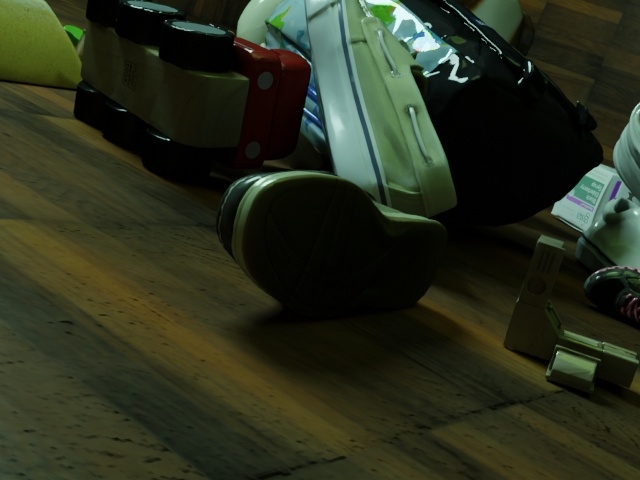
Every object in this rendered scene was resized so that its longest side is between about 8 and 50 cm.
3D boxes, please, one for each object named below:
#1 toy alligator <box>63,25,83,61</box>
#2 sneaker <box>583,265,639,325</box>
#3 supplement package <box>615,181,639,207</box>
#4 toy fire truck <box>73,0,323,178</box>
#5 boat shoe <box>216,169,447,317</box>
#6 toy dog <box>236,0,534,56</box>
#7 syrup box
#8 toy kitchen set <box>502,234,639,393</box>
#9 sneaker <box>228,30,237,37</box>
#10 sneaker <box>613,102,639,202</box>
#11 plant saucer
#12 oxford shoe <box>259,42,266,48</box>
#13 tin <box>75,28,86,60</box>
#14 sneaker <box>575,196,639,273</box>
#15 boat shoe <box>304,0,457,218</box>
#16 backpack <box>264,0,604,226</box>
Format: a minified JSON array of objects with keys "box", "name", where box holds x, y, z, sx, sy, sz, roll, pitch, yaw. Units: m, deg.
[{"box":[-0.236,-0.222,1.244,0.190,0.056,0.051,11,57,-39],"name":"toy alligator"},{"box":[0.287,0.061,0.861,0.119,0.047,0.057,20,24,4],"name":"sneaker"},{"box":[0.496,-0.070,1.221,0.199,0.262,0.198,25,13,26],"name":"supplement package"},{"box":[-0.074,-0.124,0.901,0.246,0.158,0.217,-3,24,-37],"name":"toy fire truck"},{"box":[0.001,-0.001,0.599,0.073,0.080,0.223,21,6,32],"name":"boat shoe"},{"box":[0.141,-0.343,1.580,0.408,0.395,0.284,27,-10,48],"name":"toy dog"},{"box":[0.462,-0.039,1.427,0.237,0.096,0.093,15,13,-26],"name":"syrup box"},{"box":[0.165,0.049,0.628,0.083,0.075,0.068,19,13,13],"name":"toy kitchen set"},{"box":[-0.147,-0.270,1.539,0.083,0.084,0.215,34,16,0],"name":"sneaker"},{"box":[0.421,-0.025,1.046,0.292,0.108,0.169,50,2,17],"name":"sneaker"},{"box":[-0.437,-0.249,0.965,0.333,0.081,0.333,26,13,22],"name":"plant saucer"},{"box":[0.108,-0.178,1.333,0.449,0.130,0.169,30,16,23],"name":"oxford shoe"},{"box":[-0.181,-0.173,1.082,0.190,0.040,0.106,27,6,10],"name":"tin"},{"box":[0.332,0.013,1.007,0.094,0.091,0.258,17,13,-14],"name":"sneaker"},{"box":[0.044,-0.128,0.856,0.094,0.109,0.302,-10,57,-1],"name":"boat shoe"},{"box":[0.081,-0.170,1.070,0.290,0.273,0.355,14,39,-51],"name":"backpack"}]
